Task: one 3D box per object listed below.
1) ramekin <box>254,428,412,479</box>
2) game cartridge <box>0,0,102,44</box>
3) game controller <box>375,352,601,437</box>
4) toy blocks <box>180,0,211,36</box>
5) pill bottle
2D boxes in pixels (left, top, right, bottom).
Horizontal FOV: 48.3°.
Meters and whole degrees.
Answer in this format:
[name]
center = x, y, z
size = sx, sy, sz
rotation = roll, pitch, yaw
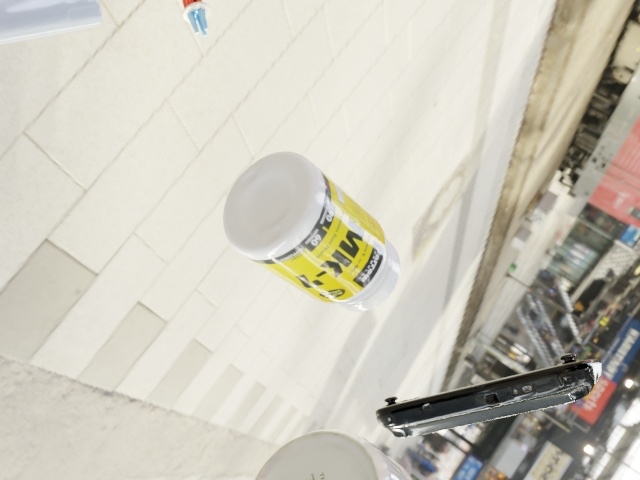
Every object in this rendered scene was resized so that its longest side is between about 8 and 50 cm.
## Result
[ramekin]
center = 0.011, 0.321, 0.830
size = 0.207, 0.207, 0.109
rotation = -49, 134, -20
[game cartridge]
center = -0.431, -0.421, 0.960
size = 0.198, 0.062, 0.297
rotation = -31, 110, -44
[game controller]
center = 0.242, 0.221, 1.038
size = 0.319, 0.067, 0.166
rotation = -19, 172, 25
[toy blocks]
center = -0.247, -0.433, 1.245
size = 0.054, 0.148, 0.123
rotation = -30, 158, 24
[pill bottle]
center = 0.000, 0.000, 0.789
size = 0.119, 0.119, 0.208
rotation = -55, 140, -1
